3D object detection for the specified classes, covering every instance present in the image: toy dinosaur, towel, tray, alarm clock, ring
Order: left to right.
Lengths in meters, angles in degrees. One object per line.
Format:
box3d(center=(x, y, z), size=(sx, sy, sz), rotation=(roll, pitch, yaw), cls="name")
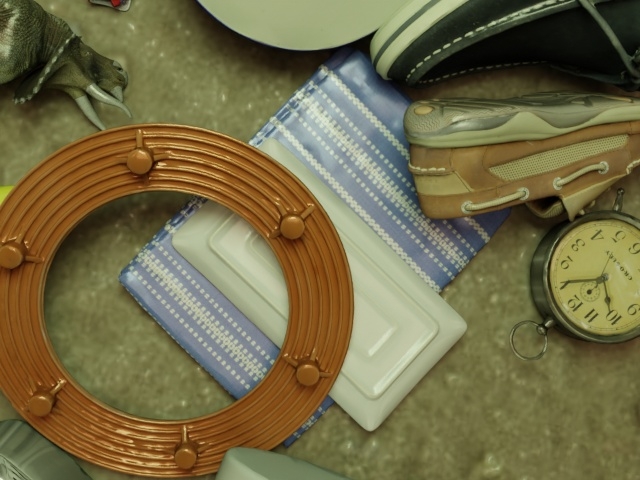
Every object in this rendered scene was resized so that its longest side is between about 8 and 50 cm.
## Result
box3d(center=(-0.337, -0.186, 0.767), size=(0.314, 0.121, 0.160), rotation=(-4, 73, -10), cls="toy dinosaur")
box3d(center=(-0.136, 0.065, 0.745), size=(0.337, 0.032, 0.336), rotation=(-1, 105, -3), cls="ring")
box3d(center=(0.000, 0.000, 0.834), size=(0.243, 0.040, 0.336), rotation=(45, 84, -4), cls="towel")
box3d(center=(0.003, 0.042, 0.799), size=(0.270, 0.030, 0.145), rotation=(44, 86, -4), cls="tray")
box3d(center=(0.261, 0.049, 0.837), size=(0.192, 0.064, 0.129), rotation=(-40, 91, -10), cls="alarm clock")

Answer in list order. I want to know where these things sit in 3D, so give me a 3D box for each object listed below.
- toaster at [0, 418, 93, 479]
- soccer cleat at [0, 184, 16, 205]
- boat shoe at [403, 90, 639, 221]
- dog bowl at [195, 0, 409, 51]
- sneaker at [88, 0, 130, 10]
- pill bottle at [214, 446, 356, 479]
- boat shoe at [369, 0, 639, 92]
box3d(center=(-0.254, 0.265, 0.727), size=(0.129, 0.146, 0.227), rotation=(-42, 91, -6), cls="toaster")
box3d(center=(-0.398, 0.007, 0.761), size=(0.289, 0.093, 0.121), rotation=(-28, 82, -8), cls="soccer cleat")
box3d(center=(0.224, -0.081, 0.813), size=(0.324, 0.123, 0.116), rotation=(-6, 105, -20), cls="boat shoe")
box3d(center=(-0.019, -0.309, 0.766), size=(0.265, 0.104, 0.264), rotation=(-3, 111, -8), cls="dog bowl")
box3d(center=(-0.178, -0.266, 0.826), size=(0.118, 0.042, 0.067), rotation=(-14, 83, 1), cls="sneaker")
box3d(center=(-0.059, 0.391, 0.698), size=(0.224, 0.224, 0.392), rotation=(20, 84, -4), cls="pill bottle")
box3d(center=(0.294, -0.210, 0.765), size=(0.500, 0.187, 0.156), rotation=(-14, 85, -1), cls="boat shoe")
